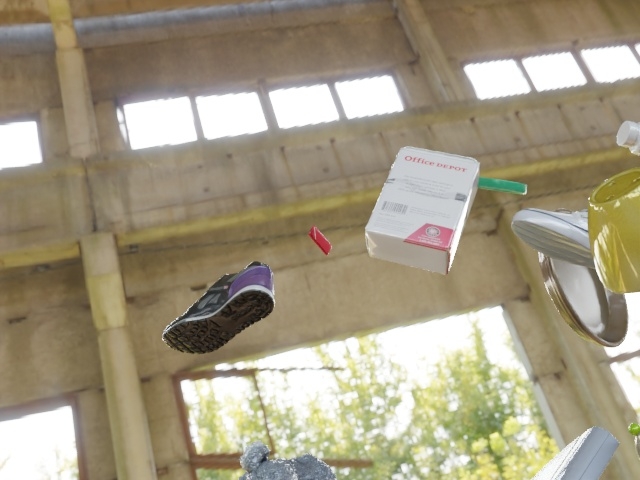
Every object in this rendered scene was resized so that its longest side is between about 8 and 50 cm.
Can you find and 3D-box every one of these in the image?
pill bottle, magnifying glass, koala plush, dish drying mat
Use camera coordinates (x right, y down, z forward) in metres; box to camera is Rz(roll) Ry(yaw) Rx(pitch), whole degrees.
[{"bbox_3d":[0.643,-0.194,1.511,0.120,0.067,0.067,13,-35,-6],"label":"pill bottle"},{"bbox_3d":[0.306,-0.121,1.597,0.231,0.026,0.092,11,3,9],"label":"magnifying glass"},{"bbox_3d":[-0.083,0.503,1.575,0.203,0.196,0.221,-32,-36,2],"label":"koala plush"},{"bbox_3d":[0.000,0.000,1.891,0.008,0.032,0.083,-4,-40,40],"label":"dish drying mat"}]

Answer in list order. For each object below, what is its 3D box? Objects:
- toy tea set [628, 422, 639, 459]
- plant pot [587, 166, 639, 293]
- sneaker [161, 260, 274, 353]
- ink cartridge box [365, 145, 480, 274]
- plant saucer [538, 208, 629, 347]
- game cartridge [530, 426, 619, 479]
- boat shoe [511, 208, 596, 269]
[{"bbox_3d":[0.493,0.403,1.180,0.336,0.124,0.200,-41,-30,-51],"label":"toy tea set"},{"bbox_3d":[0.344,-0.021,0.838,0.134,0.095,0.134,-33,14,9],"label":"plant pot"},{"bbox_3d":[-0.211,0.143,1.664,0.283,0.124,0.107,-27,-55,21],"label":"sneaker"},{"bbox_3d":[0.193,-0.060,1.452,0.158,0.218,0.092,14,-32,18],"label":"ink cartridge box"},{"bbox_3d":[0.494,0.073,1.473,0.278,0.278,0.041,14,-31,-43],"label":"plant saucer"},{"bbox_3d":[0.388,0.441,1.338,0.198,0.062,0.297,-39,-18,-44],"label":"game cartridge"},{"bbox_3d":[0.404,-0.007,1.186,0.226,0.076,0.083,24,-24,1],"label":"boat shoe"}]
